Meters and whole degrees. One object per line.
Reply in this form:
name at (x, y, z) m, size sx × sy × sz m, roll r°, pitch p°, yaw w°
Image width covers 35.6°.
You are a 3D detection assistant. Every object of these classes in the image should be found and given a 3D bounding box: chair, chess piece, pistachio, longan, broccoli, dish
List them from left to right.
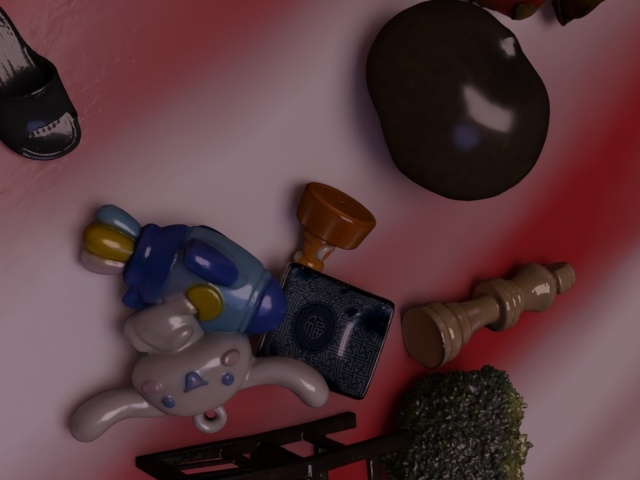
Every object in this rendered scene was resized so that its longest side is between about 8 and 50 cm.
chair at (-0.064, 0.442, 1.606) m, size 0.416 × 0.203 × 0.241 m, roll -6°, pitch 98°, yaw -33°
dish at (-0.007, 0.150, 1.671) m, size 0.243 × 0.080 × 0.182 m, roll 23°, pitch 84°, yaw -35°
longan at (0.224, -0.229, 1.666) m, size 0.288 × 0.288 × 0.350 m, roll -35°, pitch 104°, yaw -25°
broccoli at (0.251, 0.378, 1.803) m, size 0.288 × 0.235 × 0.260 m, roll -27°, pitch 115°, yaw 11°
chess piece at (0.338, 0.123, 1.889) m, size 0.397 × 0.117 × 0.117 m, roll -19°, pitch 108°, yaw -33°
pistachio at (0.505, -0.506, 1.896) m, size 0.165 × 0.130 × 0.210 m, roll 30°, pitch 89°, yaw -37°

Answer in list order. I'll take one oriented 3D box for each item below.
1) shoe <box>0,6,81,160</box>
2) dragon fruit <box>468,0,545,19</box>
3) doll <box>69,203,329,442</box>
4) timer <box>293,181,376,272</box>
shoe at (-0.406, -0.211, 1.335) m, size 0.108 × 0.093 × 0.241 m, roll -40°, pitch 115°, yaw -25°
dragon fruit at (0.324, -0.495, 1.714) m, size 0.224 × 0.227 × 0.224 m, roll -1°, pitch 82°, yaw 3°
doll at (-0.189, 0.115, 1.469) m, size 0.376 × 0.187 × 0.366 m, roll -12°, pitch 102°, yaw -29°
timer at (0.000, 0.000, 1.648) m, size 0.132 × 0.132 × 0.152 m, roll 18°, pitch 111°, yaw -35°
